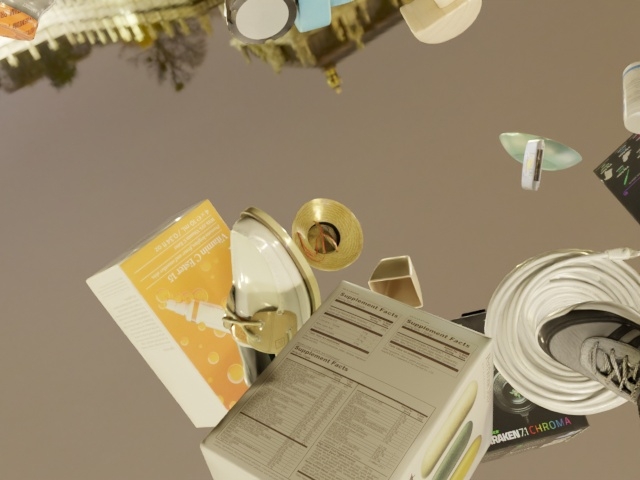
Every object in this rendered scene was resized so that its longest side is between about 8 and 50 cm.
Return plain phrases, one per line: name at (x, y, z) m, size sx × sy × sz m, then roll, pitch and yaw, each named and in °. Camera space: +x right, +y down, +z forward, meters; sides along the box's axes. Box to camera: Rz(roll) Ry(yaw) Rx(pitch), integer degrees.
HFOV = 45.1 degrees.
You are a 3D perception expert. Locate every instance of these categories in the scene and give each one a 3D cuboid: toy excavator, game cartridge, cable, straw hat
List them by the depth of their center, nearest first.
cable at (0.386, 0.138, 1.187) m, size 0.257 × 0.089 × 0.257 m, roll 2°, pitch -109°, yaw 17°
toy excavator at (0.047, -0.451, 1.193) m, size 0.445 × 0.433 × 0.222 m, roll -16°, pitch -124°, yaw -6°
game cartridge at (0.351, -0.125, 1.277) m, size 0.017 × 0.083 × 0.056 m, roll 6°, pitch -175°, yaw -2°
straw hat at (0.000, 0.000, 1.383) m, size 0.144 × 0.144 × 0.061 m, roll -45°, pitch -179°, yaw -34°

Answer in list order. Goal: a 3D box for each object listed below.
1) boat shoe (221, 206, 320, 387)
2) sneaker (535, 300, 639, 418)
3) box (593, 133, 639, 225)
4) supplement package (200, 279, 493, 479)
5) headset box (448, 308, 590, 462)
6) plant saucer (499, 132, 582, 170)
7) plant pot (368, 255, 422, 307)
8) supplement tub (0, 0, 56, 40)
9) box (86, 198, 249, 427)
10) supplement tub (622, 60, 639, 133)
boat shoe at (-0.067, 0.098, 0.994) m, size 0.103 × 0.302 × 0.113 m, roll -38°, pitch -136°, yaw -26°
sneaker at (0.353, 0.153, 0.858) m, size 0.268 × 0.101 × 0.153 m, roll 15°, pitch -152°, yaw 32°
box at (0.641, -0.067, 1.381) m, size 0.143 × 0.165 × 0.270 m, roll -47°, pitch -151°, yaw 21°
supplement package at (0.045, 0.223, 0.848) m, size 0.198 × 0.199 × 0.263 m, roll 20°, pitch -131°, yaw 30°
headset box at (0.345, 0.273, 1.519) m, size 0.246 × 0.131 × 0.283 m, roll -10°, pitch -116°, yaw -12°
plant saucer at (0.505, -0.198, 1.792) m, size 0.195 × 0.195 × 0.037 m, roll 14°, pitch -97°, yaw 51°
plant pot at (0.190, 0.100, 1.900) m, size 0.109 × 0.109 × 0.096 m, roll -10°, pitch -142°, yaw 20°
supplement tub at (-0.457, -0.465, 1.113) m, size 0.193 × 0.316 × 0.193 m, roll 13°, pitch -178°, yaw 0°
box at (-0.215, 0.137, 1.397) m, size 0.215 × 0.345 × 0.168 m, roll -43°, pitch -166°, yaw -35°
supplement tub at (0.541, -0.239, 1.284) m, size 0.071 × 0.071 × 0.107 m, roll -7°, pitch -121°, yaw 32°
